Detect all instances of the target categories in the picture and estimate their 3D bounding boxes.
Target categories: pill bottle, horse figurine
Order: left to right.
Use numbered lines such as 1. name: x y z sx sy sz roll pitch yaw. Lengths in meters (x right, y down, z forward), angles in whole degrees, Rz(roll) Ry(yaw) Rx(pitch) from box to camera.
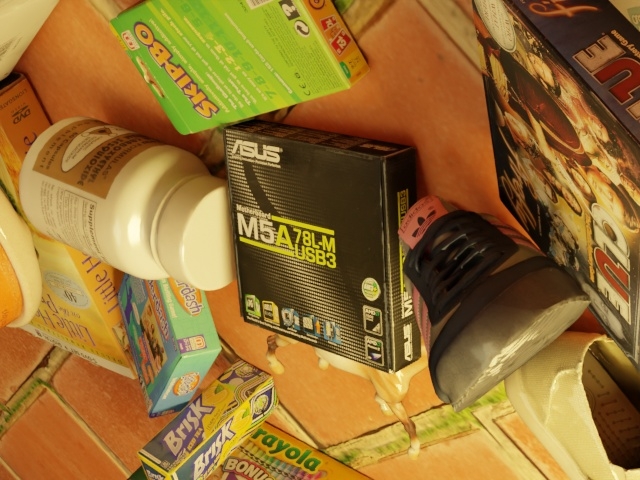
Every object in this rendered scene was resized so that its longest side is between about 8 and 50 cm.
1. pill bottle: -0.174 -0.034 1.099 0.229 0.131 0.131 21 141 37
2. horse figurine: 0.024 0.100 1.073 0.263 0.066 0.174 31 147 24

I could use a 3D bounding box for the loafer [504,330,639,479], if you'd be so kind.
1. loafer: 0.249 0.174 0.845 0.268 0.102 0.092 46 156 3

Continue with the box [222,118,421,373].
1. box: 0.000 0.000 0.953 0.191 0.045 0.184 16 119 42

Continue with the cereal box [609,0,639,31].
1. cereal box: 0.233 -0.110 0.584 0.240 0.047 0.173 4 129 50

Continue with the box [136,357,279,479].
1. box: -0.125 0.213 1.290 0.059 0.169 0.054 24 142 34

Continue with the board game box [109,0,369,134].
1. board game box: -0.077 -0.160 0.925 0.259 0.039 0.124 -8 119 51

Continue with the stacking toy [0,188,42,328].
1. stacking toy: -0.594 0.078 1.288 0.351 0.480 0.350 32 146 25

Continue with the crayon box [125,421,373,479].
1. crayon box: -0.077 0.313 1.351 0.278 0.165 0.081 21 141 36

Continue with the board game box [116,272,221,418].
1. board game box: -0.173 0.088 1.256 0.210 0.047 0.160 124 131 -60

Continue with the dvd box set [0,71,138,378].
1. dvd box set: -0.384 -0.031 1.433 0.308 0.062 0.420 16 138 42

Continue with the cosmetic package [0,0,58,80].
1. cosmetic package: -0.388 -0.258 1.079 0.224 0.138 0.224 51 143 -5

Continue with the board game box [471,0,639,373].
1. board game box: 0.154 -0.041 0.649 0.165 0.042 0.243 57 174 33

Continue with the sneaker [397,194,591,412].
1. sneaker: 0.093 0.029 0.750 0.131 0.112 0.319 52 -178 7
